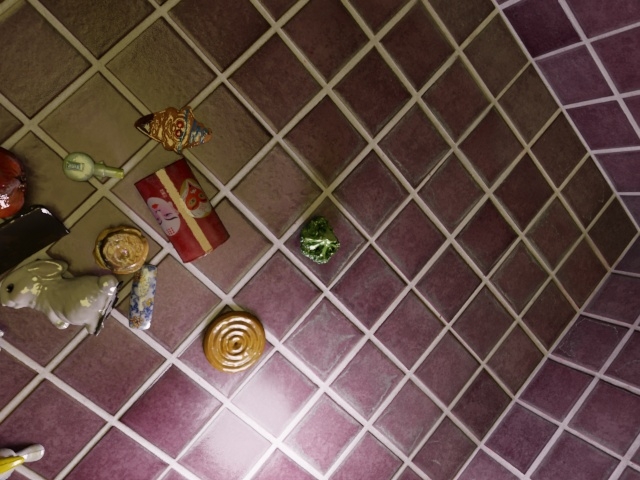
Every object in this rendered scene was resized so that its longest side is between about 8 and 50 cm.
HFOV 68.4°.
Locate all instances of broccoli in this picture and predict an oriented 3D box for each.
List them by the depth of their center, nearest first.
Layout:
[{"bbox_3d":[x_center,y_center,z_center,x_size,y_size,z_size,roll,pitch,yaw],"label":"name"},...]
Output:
[{"bbox_3d":[0.000,0.000,1.952,0.195,0.156,0.195,18,56,-30],"label":"broccoli"}]

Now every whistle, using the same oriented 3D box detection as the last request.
[{"bbox_3d":[-0.801,-0.251,1.664,0.198,0.057,0.104,8,93,-20],"label":"whistle"}]

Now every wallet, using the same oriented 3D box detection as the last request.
[{"bbox_3d":[-1.028,0.004,1.579,0.309,0.042,0.165,-35,140,-13],"label":"wallet"}]

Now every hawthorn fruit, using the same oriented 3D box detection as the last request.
[{"bbox_3d":[-1.079,-0.184,1.472,0.271,0.242,0.242,-1,96,-21],"label":"hawthorn fruit"}]

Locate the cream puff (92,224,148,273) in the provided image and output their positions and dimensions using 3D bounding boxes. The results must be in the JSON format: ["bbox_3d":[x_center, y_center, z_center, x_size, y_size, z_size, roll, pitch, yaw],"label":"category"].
[{"bbox_3d":[-0.717,0.035,1.688,0.189,0.129,0.189,-1,91,-29],"label":"cream puff"}]

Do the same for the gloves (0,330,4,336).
[{"bbox_3d":[-1.154,0.290,1.565,0.119,0.097,0.229,-33,101,-10],"label":"gloves"}]

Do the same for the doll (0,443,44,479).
[{"bbox_3d":[-1.097,0.762,1.573,0.237,0.252,0.111,-18,78,-10],"label":"doll"}]

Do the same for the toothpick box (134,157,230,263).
[{"bbox_3d":[-0.499,-0.108,1.718,0.204,0.204,0.333,-32,105,-15],"label":"toothpick box"}]

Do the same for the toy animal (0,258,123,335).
[{"bbox_3d":[-0.888,0.175,1.618,0.357,0.194,0.258,25,96,-13],"label":"toy animal"}]

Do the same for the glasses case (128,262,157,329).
[{"bbox_3d":[-0.665,0.209,1.758,0.086,0.065,0.248,6,94,-18],"label":"glasses case"}]

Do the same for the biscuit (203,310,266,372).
[{"bbox_3d":[-0.345,0.415,1.918,0.261,0.037,0.262,-2,96,-20],"label":"biscuit"}]

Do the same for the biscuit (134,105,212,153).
[{"bbox_3d":[-0.546,-0.418,1.760,0.280,0.043,0.183,5,90,-24],"label":"biscuit"}]
